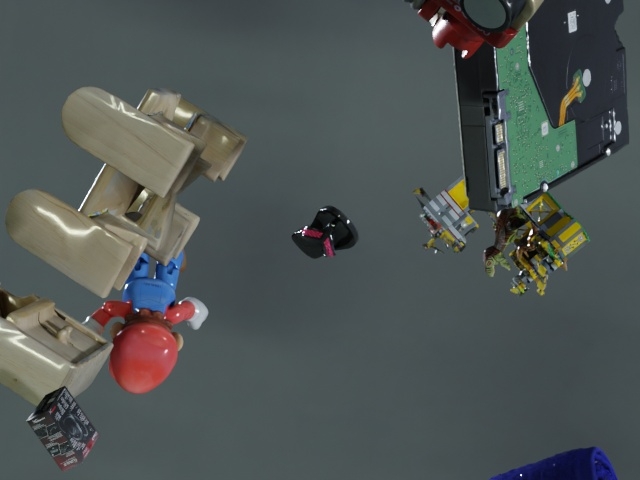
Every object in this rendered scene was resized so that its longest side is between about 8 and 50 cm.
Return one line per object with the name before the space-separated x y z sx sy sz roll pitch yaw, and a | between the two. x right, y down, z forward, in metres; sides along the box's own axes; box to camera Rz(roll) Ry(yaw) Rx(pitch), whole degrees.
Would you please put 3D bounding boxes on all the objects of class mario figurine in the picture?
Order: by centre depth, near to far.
mario figurine | -0.321 0.146 2.218 0.198 0.170 0.321 -15 43 15

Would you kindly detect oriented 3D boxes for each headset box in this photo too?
headset box | -0.294 0.220 1.433 0.032 0.083 0.062 -25 17 18

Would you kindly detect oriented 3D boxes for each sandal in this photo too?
sandal | 0.000 0.000 1.698 0.040 0.067 0.179 -45 5 -25

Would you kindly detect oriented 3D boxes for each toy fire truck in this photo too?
toy fire truck | 0.105 -0.269 1.232 0.217 0.158 0.246 37 -28 -1

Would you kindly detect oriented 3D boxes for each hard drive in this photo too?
hard drive | 0.281 -0.191 1.539 0.064 0.237 0.339 6 22 37

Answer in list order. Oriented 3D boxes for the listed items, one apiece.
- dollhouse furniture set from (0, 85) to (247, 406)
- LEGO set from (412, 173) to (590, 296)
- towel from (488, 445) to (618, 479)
dollhouse furniture set | -0.317 -0.032 1.533 0.256 0.394 0.362 32 9 2
LEGO set | 0.269 -0.003 1.991 0.255 0.192 0.331 51 -4 -3
towel | 0.140 0.318 1.039 0.308 0.228 0.076 -25 -24 34
